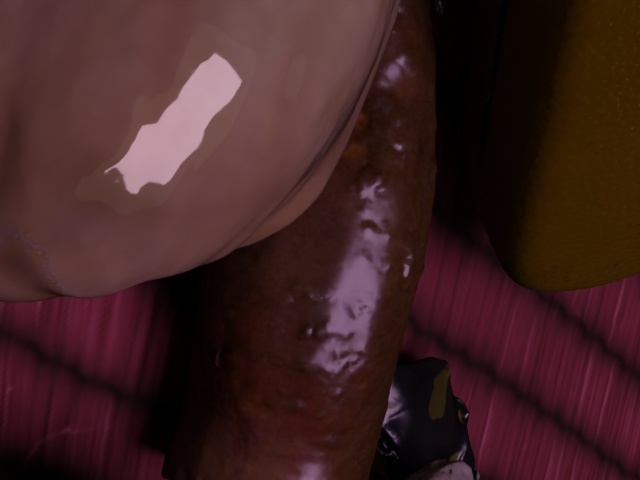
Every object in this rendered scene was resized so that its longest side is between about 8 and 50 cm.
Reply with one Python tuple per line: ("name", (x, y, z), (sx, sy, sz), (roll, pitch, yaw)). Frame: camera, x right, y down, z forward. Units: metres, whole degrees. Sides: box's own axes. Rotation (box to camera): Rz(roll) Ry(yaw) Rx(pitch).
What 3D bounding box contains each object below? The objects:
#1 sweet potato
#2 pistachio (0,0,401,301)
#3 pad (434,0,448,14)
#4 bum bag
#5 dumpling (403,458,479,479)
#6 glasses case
("sweet potato", (-0.002, -0.001, 0.906), (0.131, 0.131, 0.337), (0, 107, -42))
("pistachio", (-0.072, -0.112, 0.748), (0.214, 0.193, 0.318), (35, 72, -38))
("pad", (0.069, -0.325, 0.816), (0.247, 0.007, 0.367), (-61, 149, -57))
("bum bag", (0.064, 0.164, 1.078), (0.106, 0.060, 0.232), (-38, 130, -28))
("dumpling", (0.037, 0.206, 0.972), (0.199, 0.118, 0.136), (-59, 154, -20))
("glasses case", (0.173, -0.124, 0.919), (0.173, 0.141, 0.371), (-12, 149, -8))
